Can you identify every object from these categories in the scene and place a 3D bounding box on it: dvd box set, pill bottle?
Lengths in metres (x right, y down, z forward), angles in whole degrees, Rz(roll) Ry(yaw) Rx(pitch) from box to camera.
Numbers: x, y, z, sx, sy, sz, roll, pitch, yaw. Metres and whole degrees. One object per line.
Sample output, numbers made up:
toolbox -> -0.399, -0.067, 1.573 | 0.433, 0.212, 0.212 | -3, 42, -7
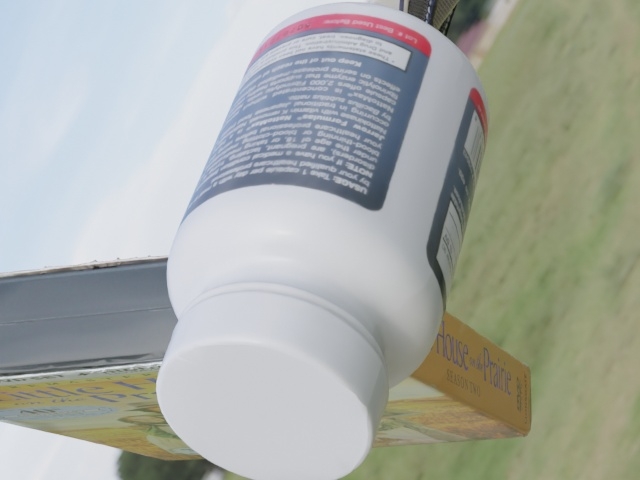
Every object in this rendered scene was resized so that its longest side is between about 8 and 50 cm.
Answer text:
dvd box set -> -0.056, 0.087, 1.050 | 0.420, 0.307, 0.062 | 34, -128, -67
pill bottle -> 0.000, 0.000, 0.630 | 0.108, 0.108, 0.180 | 119, 173, -46

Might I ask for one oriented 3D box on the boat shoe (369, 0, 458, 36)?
boat shoe -> 0.138, -0.256, 1.323 | 0.341, 0.158, 0.127 | 94, -160, -53
